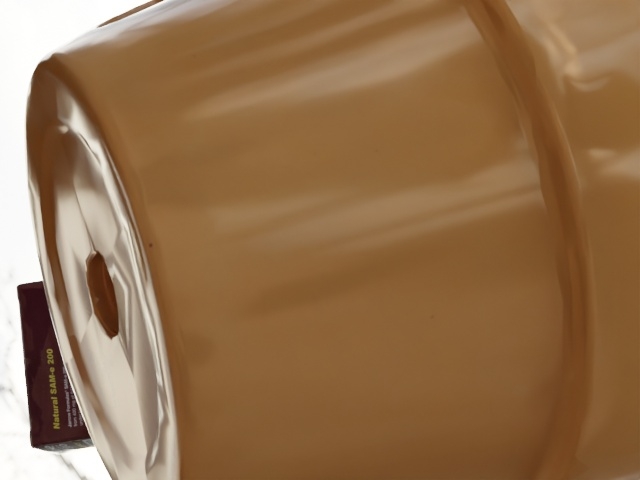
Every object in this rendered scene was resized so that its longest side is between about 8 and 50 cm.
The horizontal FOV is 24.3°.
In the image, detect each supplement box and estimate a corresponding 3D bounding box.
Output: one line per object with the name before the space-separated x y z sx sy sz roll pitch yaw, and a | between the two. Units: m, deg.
supplement box | -0.105 0.083 1.148 0.073 0.239 0.130 67 15 -75

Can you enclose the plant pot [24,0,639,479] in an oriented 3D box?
plant pot | 0.000 0.000 0.632 0.291 0.203 0.291 46 -37 51
